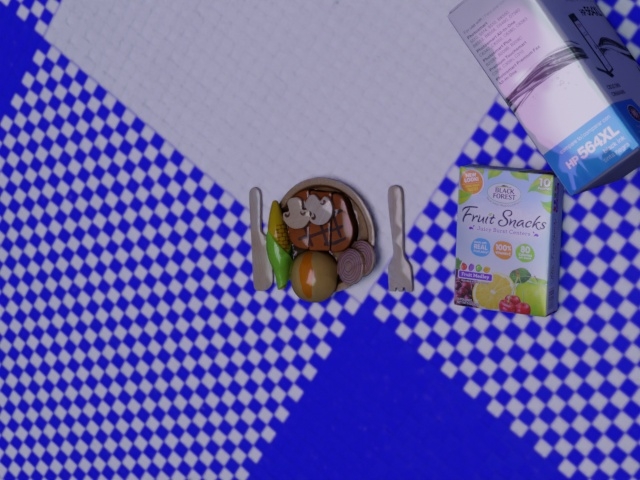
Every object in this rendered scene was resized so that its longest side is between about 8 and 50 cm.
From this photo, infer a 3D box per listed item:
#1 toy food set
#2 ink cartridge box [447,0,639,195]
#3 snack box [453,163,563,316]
[{"bbox_3d":[0.000,0.000,1.577,0.192,0.038,0.132,-1,97,29],"label":"toy food set"},{"bbox_3d":[0.227,-0.152,1.367,0.086,0.148,0.203,-37,80,29],"label":"ink cartridge box"},{"bbox_3d":[0.185,-0.001,1.477,0.100,0.037,0.141,7,101,27],"label":"snack box"}]
